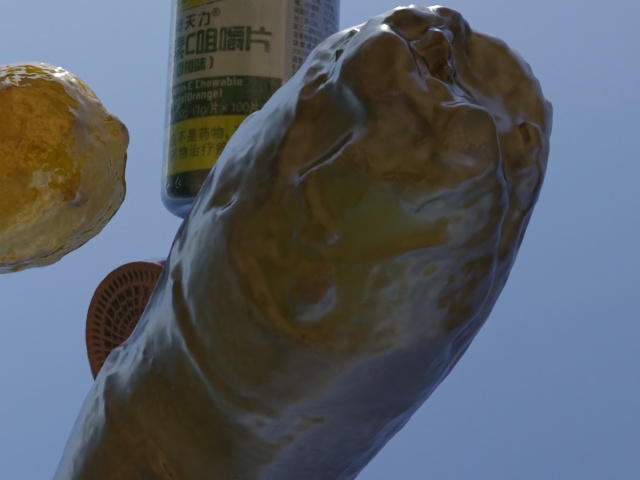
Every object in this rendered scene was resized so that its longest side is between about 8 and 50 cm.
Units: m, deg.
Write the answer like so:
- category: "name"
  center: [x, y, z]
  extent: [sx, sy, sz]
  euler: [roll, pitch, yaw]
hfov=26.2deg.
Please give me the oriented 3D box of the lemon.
- category: "lemon"
  center: [-0.176, -0.036, 0.744]
  extent: [0.155, 0.114, 0.114]
  euler: [-18, -112, 12]

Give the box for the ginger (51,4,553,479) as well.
- category: "ginger"
  center: [-0.011, 0.036, 0.475]
  extent: [0.263, 0.109, 0.116]
  euler: [-58, -144, 24]

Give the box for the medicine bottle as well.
- category: "medicine bottle"
  center: [-0.054, -0.163, 1.125]
  extent: [0.141, 0.141, 0.293]
  euler: [-7, -105, 39]

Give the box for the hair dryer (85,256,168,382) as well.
- category: "hair dryer"
  center: [0.000, 0.000, 1.031]
  extent: [0.352, 0.210, 0.125]
  euler: [-44, -111, 29]
